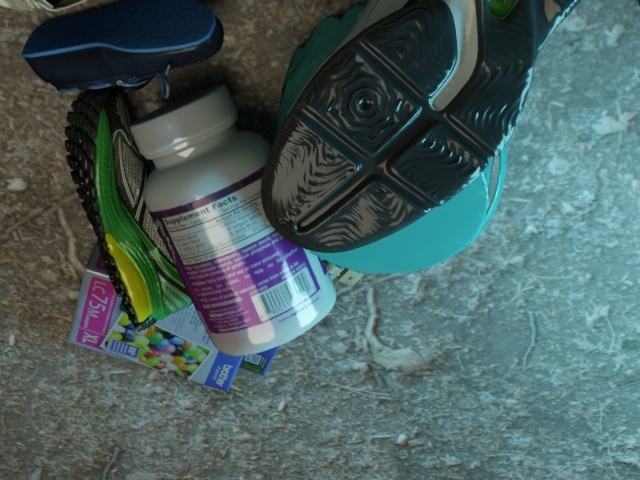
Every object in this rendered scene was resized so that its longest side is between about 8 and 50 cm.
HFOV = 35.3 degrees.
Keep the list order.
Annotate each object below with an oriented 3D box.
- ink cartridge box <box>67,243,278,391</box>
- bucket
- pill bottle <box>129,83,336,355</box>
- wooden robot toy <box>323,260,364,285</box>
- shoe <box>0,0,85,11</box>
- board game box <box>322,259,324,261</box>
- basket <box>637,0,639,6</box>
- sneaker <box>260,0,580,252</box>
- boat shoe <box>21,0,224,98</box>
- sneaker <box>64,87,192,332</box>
[{"bbox_3d":[-0.210,0.128,1.509,0.311,0.065,0.186,17,135,-9],"label":"ink cartridge box"},{"bbox_3d":[0.073,-0.106,1.137,0.281,0.183,0.281,6,136,6],"label":"bucket"},{"bbox_3d":[-0.111,-0.027,1.216,0.169,0.169,0.301,-17,105,25],"label":"pill bottle"},{"bbox_3d":[0.000,0.000,1.340,0.173,0.076,0.079,34,119,-23],"label":"wooden robot toy"},{"bbox_3d":[-0.283,-0.296,1.102,0.219,0.058,0.076,-10,131,19],"label":"shoe"},{"bbox_3d":[-0.039,0.043,1.419,0.090,0.020,0.090,34,131,-20],"label":"board game box"},{"bbox_3d":[0.423,-0.262,0.951,0.227,0.154,0.204,-26,112,26],"label":"basket"},{"bbox_3d":[0.097,-0.195,0.957,0.169,0.257,0.447,37,96,-19],"label":"sneaker"},{"bbox_3d":[-0.216,-0.220,1.154,0.258,0.109,0.089,5,144,29],"label":"boat shoe"},{"bbox_3d":[-0.233,-0.051,1.314,0.146,0.134,0.343,-25,128,-16],"label":"sneaker"}]
